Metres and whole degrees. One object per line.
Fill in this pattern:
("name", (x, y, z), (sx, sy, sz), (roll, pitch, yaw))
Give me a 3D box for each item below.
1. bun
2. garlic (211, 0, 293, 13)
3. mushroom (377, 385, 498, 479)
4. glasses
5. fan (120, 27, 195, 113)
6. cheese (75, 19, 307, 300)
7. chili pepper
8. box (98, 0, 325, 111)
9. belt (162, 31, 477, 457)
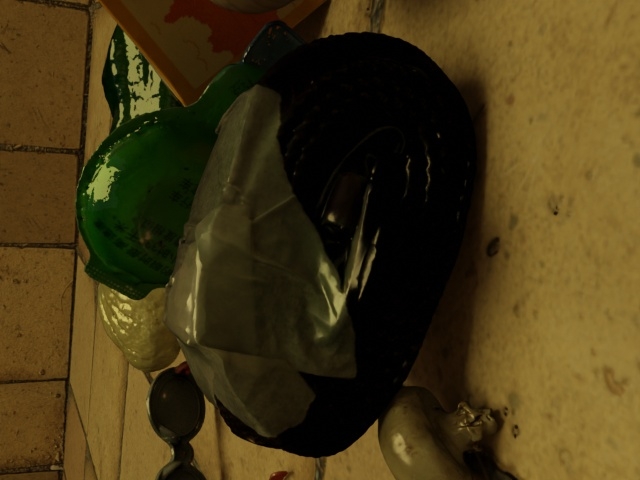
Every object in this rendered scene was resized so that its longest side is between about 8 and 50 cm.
("bun", (-0.227, 0.067, 1.034), (0.220, 0.134, 0.221), (18, -90, -89))
("garlic", (-0.017, -0.334, 0.543), (0.259, 0.317, 0.318), (7, -96, -77))
("mushroom", (0.083, 0.134, 0.513), (0.079, 0.085, 0.085), (-36, 47, 16))
("glasses", (-0.109, 0.244, 0.950), (0.268, 0.118, 0.234), (-30, 57, 38))
("fan", (-0.232, -0.249, 0.962), (0.220, 0.009, 0.132), (51, -179, -2))
("cheese", (-0.115, -0.072, 0.756), (0.320, 0.204, 0.083), (-50, 37, 6))
("chili pepper", (-0.240, -0.264, 1.125), (0.213, 0.167, 0.385), (19, 103, 61))
("box", (-0.168, -0.338, 0.812), (0.213, 0.259, 0.283), (-37, 37, 0))
("belt", (0.000, 0.000, 0.524), (0.164, 0.184, 0.289), (0, 71, 68))
